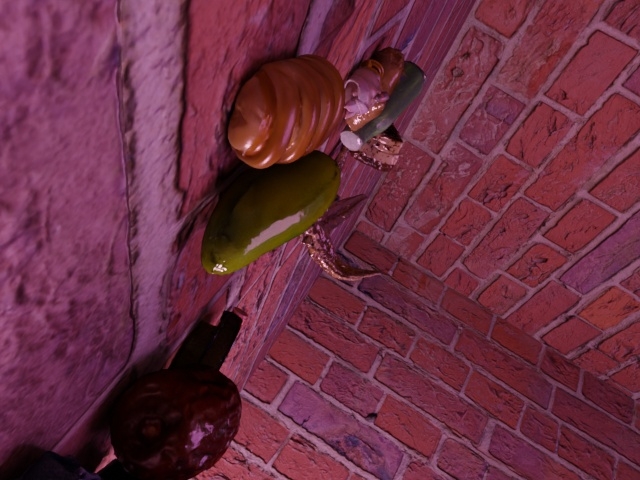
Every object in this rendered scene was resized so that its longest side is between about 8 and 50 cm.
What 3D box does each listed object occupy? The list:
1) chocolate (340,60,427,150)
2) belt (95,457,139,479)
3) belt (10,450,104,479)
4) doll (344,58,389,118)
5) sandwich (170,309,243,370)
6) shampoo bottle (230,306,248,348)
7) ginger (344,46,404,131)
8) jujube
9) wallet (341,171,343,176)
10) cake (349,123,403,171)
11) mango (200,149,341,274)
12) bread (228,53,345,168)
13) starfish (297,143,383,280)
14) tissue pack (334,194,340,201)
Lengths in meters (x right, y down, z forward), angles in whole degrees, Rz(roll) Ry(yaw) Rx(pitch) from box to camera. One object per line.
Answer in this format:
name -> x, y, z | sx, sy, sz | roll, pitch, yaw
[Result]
chocolate -> 0.137, -0.306, 1.155 | 0.291, 0.110, 0.110 | -52, 172, -34
belt -> -0.309, 0.446, 0.771 | 0.164, 0.184, 0.289 | -46, 178, -24
belt -> -0.298, 0.320, 0.561 | 0.128, 0.122, 0.218 | -51, 173, -31
doll -> 0.084, -0.269, 0.918 | 0.073, 0.084, 0.127 | 105, 8, -64
sandwich -> -0.226, 0.219, 0.962 | 0.235, 0.079, 0.159 | -57, -174, 30
shampoo bottle -> -0.236, 0.253, 1.133 | 0.221, 0.051, 0.108 | -59, 174, 3
ginger -> 0.109, -0.304, 1.008 | 0.190, 0.069, 0.095 | -60, -173, 9
jujube -> -0.215, 0.284, 0.782 | 0.183, 0.183, 0.243 | -57, 172, -10
wallet -> 0.043, -0.171, 1.506 | 0.083, 0.011, 0.044 | -57, 174, -6
cake -> 0.186, -0.293, 1.457 | 0.112, 0.135, 0.246 | -63, 174, 30
mango -> -0.068, -0.042, 0.646 | 0.233, 0.111, 0.125 | -44, -178, -29
bread -> -0.035, -0.144, 0.572 | 0.177, 0.084, 0.119 | -43, 164, -56
starfish -> 0.034, -0.062, 1.184 | 0.384, 0.132, 0.398 | -60, 138, -28
tissue pack -> -0.006, -0.070, 1.358 | 0.109, 0.060, 0.148 | -62, 174, 22
